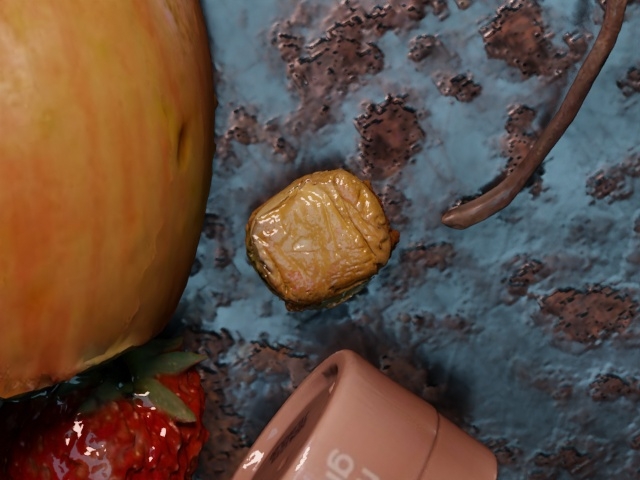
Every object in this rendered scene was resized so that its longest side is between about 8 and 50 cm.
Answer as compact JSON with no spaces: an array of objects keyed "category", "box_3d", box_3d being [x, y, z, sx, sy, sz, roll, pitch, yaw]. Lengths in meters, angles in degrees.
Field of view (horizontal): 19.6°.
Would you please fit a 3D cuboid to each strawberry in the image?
[{"category":"strawberry","box_3d":[-0.122,0.124,1.030,0.131,0.131,0.148,-9,107,1]}]

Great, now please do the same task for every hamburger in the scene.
[{"category":"hamburger","box_3d":[0.000,0.000,1.048,0.083,0.044,0.076,-27,100,3]}]

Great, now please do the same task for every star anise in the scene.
[{"category":"star anise","box_3d":[0.126,-0.125,0.978,0.218,0.148,0.227,-7,93,44]}]

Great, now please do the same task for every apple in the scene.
[{"category":"apple","box_3d":[-0.203,-0.085,0.952,0.252,0.314,0.309,7,108,40]}]

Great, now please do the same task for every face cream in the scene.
[{"category":"face cream","box_3d":[0.014,0.148,1.028,0.104,0.149,0.149,36,100,-8]}]
